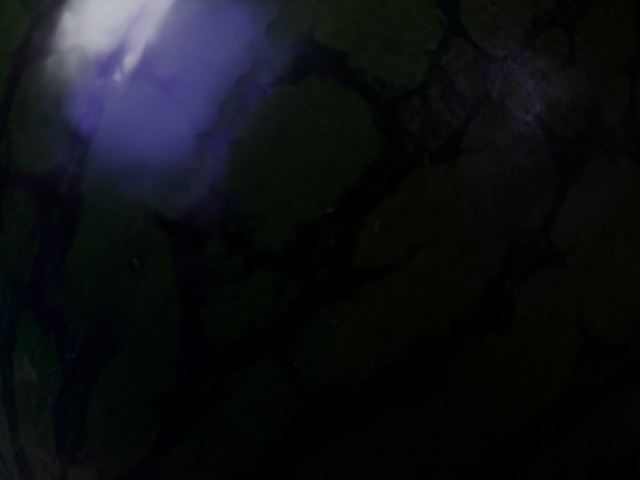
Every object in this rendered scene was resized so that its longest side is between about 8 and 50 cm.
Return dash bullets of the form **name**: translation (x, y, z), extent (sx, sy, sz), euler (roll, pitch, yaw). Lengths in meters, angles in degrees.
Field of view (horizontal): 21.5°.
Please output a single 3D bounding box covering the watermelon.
- **watermelon**: translation (0.000, 0.000, 0.668), extent (0.363, 0.363, 0.363), euler (-28, 29, 17)
